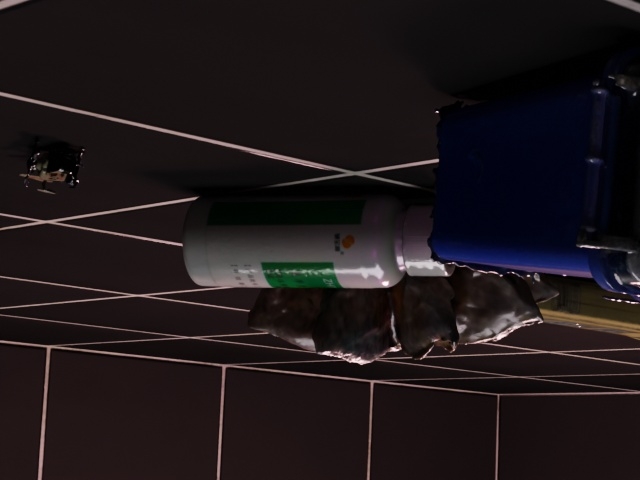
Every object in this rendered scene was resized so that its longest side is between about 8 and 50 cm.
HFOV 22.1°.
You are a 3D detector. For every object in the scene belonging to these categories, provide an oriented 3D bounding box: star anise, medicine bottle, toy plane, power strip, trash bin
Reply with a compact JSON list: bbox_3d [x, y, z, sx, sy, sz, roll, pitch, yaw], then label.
[{"bbox_3d":[0.083,0.053,1.707,0.332,0.117,0.332,-7,-174,1],"label":"star anise"},{"bbox_3d":[0.000,0.000,1.586,0.260,0.095,0.095,0,171,20],"label":"medicine bottle"},{"bbox_3d":[-0.236,-0.064,1.445,0.049,0.031,0.121,10,168,-13],"label":"toy plane"},{"bbox_3d":[0.357,0.092,2.186,0.387,0.066,0.092,9,172,-37],"label":"power strip"},{"bbox_3d":[0.181,-0.037,1.107,0.184,0.162,0.234,9,175,-34],"label":"trash bin"}]
